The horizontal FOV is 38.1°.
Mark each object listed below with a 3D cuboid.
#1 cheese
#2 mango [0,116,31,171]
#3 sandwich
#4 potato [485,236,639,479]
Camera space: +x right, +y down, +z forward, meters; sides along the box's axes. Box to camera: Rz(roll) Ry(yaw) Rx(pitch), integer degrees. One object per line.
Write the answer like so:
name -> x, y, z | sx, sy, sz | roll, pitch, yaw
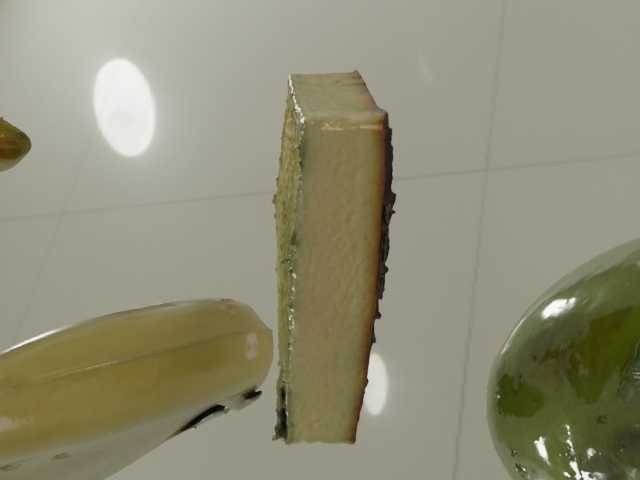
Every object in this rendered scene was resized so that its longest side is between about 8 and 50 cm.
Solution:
cheese -> -0.219, 0.144, 0.826 | 0.315, 0.259, 0.128 | -14, -112, -35
mango -> -0.369, -0.106, 0.879 | 0.066, 0.187, 0.101 | -80, 11, -49
sandwich -> 0.000, 0.000, 0.560 | 0.162, 0.058, 0.193 | -103, 17, -68
potato -> 0.237, 0.088, 0.572 | 0.215, 0.304, 0.216 | 11, -118, -20
